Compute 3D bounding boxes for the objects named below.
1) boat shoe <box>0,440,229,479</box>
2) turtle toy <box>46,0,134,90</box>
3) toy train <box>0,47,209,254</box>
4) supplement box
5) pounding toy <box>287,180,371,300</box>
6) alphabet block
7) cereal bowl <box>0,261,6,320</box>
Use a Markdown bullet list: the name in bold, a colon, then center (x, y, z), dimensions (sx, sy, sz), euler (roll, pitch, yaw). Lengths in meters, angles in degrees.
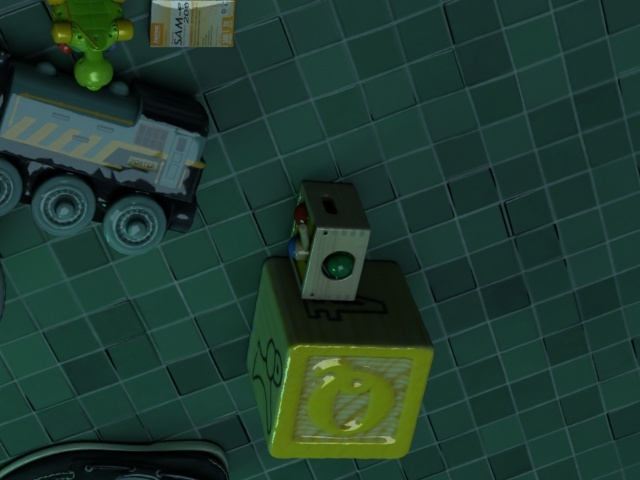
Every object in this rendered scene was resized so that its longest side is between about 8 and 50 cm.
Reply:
- **boat shoe**: center (-0.292, 0.360, 2.149), dimensions (0.340, 0.113, 0.127), euler (-1, 125, -12)
- **turtle toy**: center (-0.262, -0.235, 1.752), dimensions (0.095, 0.130, 0.066), euler (-5, 161, -20)
- **toy train**: center (-0.289, -0.108, 1.822), dimensions (0.334, 0.142, 0.190), euler (15, 107, -20)
- **supplement box**: center (-0.150, -0.259, 1.801), dimensions (0.098, 0.036, 0.062), euler (-2, 124, -11)
- **pounding toy**: center (0.000, 0.000, 1.950), dimensions (0.100, 0.141, 0.130), euler (3, 123, -14)
- **alphabet block**: center (0.020, 0.153, 2.026), dimensions (0.193, 0.197, 0.192), euler (1, 124, -14)
- **cereal bowl**: center (-0.514, 0.001, 1.782), dimensions (0.339, 0.141, 0.339), euler (15, 155, 7)
